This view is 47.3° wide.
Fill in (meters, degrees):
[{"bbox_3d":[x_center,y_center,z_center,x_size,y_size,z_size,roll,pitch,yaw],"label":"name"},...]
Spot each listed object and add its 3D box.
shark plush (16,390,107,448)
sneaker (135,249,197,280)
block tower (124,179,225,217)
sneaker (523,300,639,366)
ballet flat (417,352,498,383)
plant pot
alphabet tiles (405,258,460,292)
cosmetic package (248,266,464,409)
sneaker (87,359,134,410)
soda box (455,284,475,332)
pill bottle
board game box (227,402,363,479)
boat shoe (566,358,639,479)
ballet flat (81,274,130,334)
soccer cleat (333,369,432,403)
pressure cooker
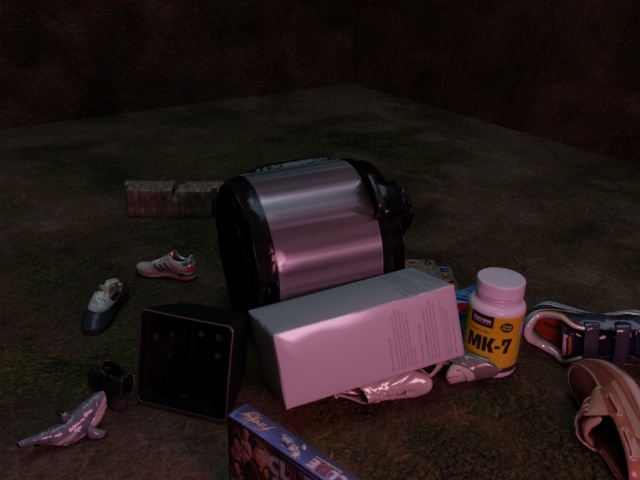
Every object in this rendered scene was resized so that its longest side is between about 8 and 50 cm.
[{"bbox_3d":[-0.451,0.317,1.278,0.161,0.067,0.073,-12,28,-30],"label":"shark plush"},{"bbox_3d":[-0.393,0.055,1.866,0.161,0.075,0.057,7,24,9],"label":"sneaker"},{"bbox_3d":[-0.435,-0.128,2.258,0.335,0.091,0.097,0,23,-4],"label":"block tower"},{"bbox_3d":[0.593,0.213,1.568,0.321,0.126,0.127,5,17,32],"label":"sneaker"},{"bbox_3d":[0.257,0.261,1.510,0.213,0.072,0.068,15,54,27],"label":"ballet flat"},{"bbox_3d":[-0.231,0.215,1.419,0.188,0.188,0.167,9,13,14],"label":"plant pot"},{"bbox_3d":[0.257,0.103,1.918,0.198,0.009,0.237,2,24,-2],"label":"alphabet tiles"},{"bbox_3d":[0.065,0.176,1.416,0.365,0.155,0.197,-15,14,-14],"label":"cosmetic package"},{"bbox_3d":[-0.400,0.258,1.391,0.051,0.089,0.170,-14,29,-34],"label":"sneaker"},{"bbox_3d":[0.306,0.171,1.689,0.210,0.071,0.067,-16,30,-36],"label":"soda box"},{"bbox_3d":[0.364,0.170,1.530,0.119,0.209,0.119,2,24,-1],"label":"pill bottle"},{"bbox_3d":[-0.044,0.370,1.088,0.243,0.165,0.042,22,30,38],"label":"board game box"},{"bbox_3d":[0.522,0.322,1.322,0.116,0.123,0.324,-4,23,-9],"label":"boat shoe"},{"bbox_3d":[-0.496,0.137,1.679,0.074,0.074,0.203,5,24,6],"label":"ballet flat"},{"bbox_3d":[0.119,0.288,1.421,0.196,0.068,0.076,0,28,12],"label":"soccer cleat"},{"bbox_3d":[0.001,0.006,1.659,0.420,0.376,0.370,-11,20,-19],"label":"pressure cooker"}]
